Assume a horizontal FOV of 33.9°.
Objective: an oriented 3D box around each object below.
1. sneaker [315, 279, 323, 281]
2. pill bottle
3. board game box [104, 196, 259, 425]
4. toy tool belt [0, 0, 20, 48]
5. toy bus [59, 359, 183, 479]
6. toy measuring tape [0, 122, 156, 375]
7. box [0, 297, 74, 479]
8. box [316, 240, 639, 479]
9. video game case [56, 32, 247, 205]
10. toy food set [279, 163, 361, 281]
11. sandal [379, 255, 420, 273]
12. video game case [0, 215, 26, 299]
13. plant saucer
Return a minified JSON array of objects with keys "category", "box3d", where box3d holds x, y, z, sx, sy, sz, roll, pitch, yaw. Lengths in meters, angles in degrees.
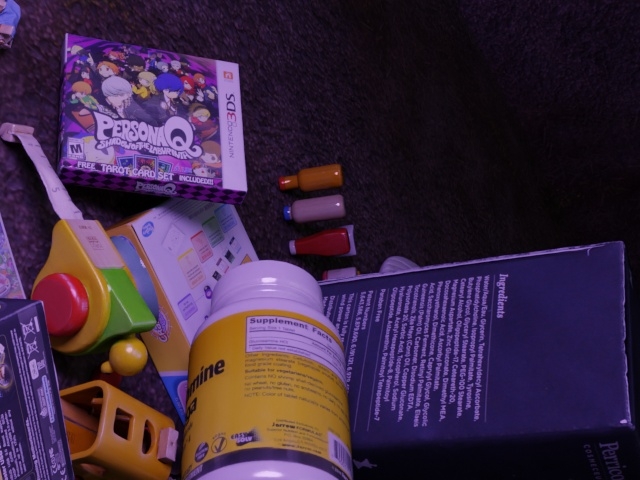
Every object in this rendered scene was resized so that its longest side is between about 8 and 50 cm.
[{"category":"sneaker","box3d":[-0.010,0.108,1.645,0.152,0.058,0.085,-28,101,-64]},{"category":"pill bottle","box3d":[-0.062,0.189,1.206,0.188,0.188,0.334,48,26,-37]},{"category":"board game box","box3d":[-0.149,0.089,1.401,0.317,0.064,0.242,66,28,-9]},{"category":"toy tool belt","box3d":[-0.372,-0.263,1.229,0.052,0.051,0.083,40,40,-45]},{"category":"toy bus","box3d":[-0.208,0.233,1.162,0.202,0.104,0.191,-34,104,-61]},{"category":"toy measuring tape","box3d":[-0.296,0.022,1.177,0.330,0.121,0.121,55,23,18]},{"category":"box","box3d":[-0.287,0.272,0.746,0.318,0.097,0.395,-37,122,-66]},{"category":"box","box3d":[0.231,0.283,1.452,0.297,0.471,0.480,-79,150,-42]},{"category":"video game case","box3d":[-0.211,-0.152,1.319,0.232,0.042,0.210,7,56,-21]},{"category":"toy food set","box3d":[0.000,0.000,1.729,0.111,0.104,0.232,-81,162,-63]},{"category":"sandal","box3d":[0.153,0.172,1.862,0.169,0.102,0.416,37,25,-23]},{"category":"video game case","box3d":[-0.361,0.021,1.116,0.087,0.011,0.122,-13,84,-62]},{"category":"plant saucer","box3d":[-0.232,0.053,1.240,0.021,0.119,0.119,-25,96,-32]}]
